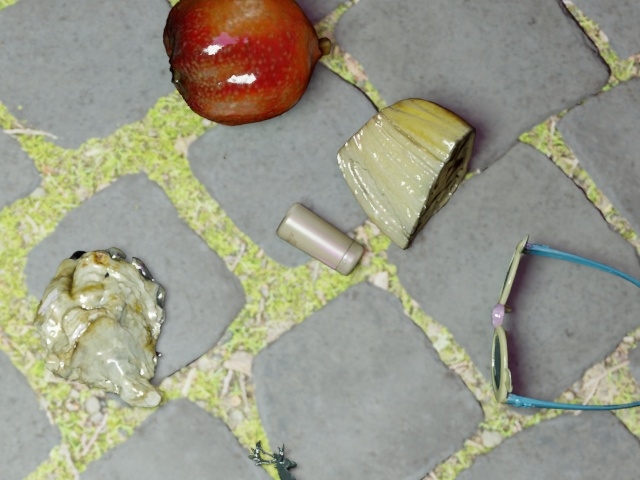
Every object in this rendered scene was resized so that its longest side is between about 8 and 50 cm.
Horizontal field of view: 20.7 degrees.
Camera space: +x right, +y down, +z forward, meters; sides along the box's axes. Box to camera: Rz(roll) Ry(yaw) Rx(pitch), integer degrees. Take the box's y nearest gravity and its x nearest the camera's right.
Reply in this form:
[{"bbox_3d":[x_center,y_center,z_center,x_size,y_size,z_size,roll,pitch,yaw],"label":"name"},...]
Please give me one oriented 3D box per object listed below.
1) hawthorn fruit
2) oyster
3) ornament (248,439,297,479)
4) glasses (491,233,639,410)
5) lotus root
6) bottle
[{"bbox_3d":[-0.081,-0.216,1.961,0.188,0.169,0.169,-16,75,-12],"label":"hawthorn fruit"},{"bbox_3d":[-0.225,0.095,1.881,0.191,0.081,0.163,46,67,4],"label":"oyster"},{"bbox_3d":[-0.051,0.267,1.861,0.073,0.028,0.125,-21,59,-11],"label":"ornament"},{"bbox_3d":[0.283,0.112,1.970,0.221,0.088,0.189,18,68,-23],"label":"glasses"},{"bbox_3d":[0.107,-0.093,1.989,0.135,0.095,0.159,46,112,13],"label":"lotus root"},{"bbox_3d":[0.000,0.000,1.960,0.096,0.045,0.045,33,71,2],"label":"bottle"}]
